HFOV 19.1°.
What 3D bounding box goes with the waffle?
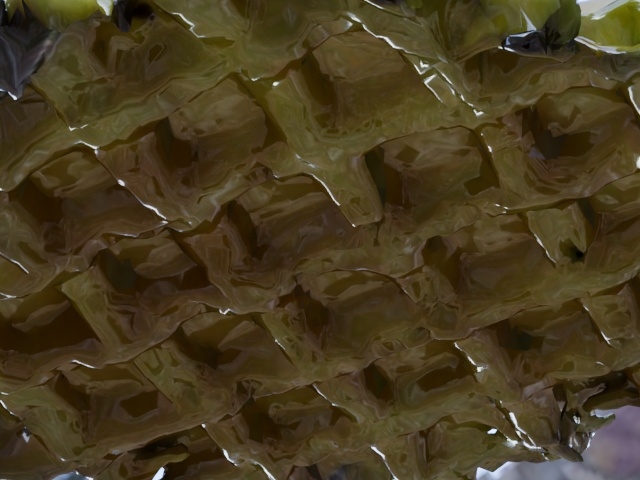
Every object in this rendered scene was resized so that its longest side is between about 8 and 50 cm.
[{"bbox_3d":[0.000,0.000,0.769,0.379,0.095,0.382,12,-36,-19],"label":"waffle"}]
